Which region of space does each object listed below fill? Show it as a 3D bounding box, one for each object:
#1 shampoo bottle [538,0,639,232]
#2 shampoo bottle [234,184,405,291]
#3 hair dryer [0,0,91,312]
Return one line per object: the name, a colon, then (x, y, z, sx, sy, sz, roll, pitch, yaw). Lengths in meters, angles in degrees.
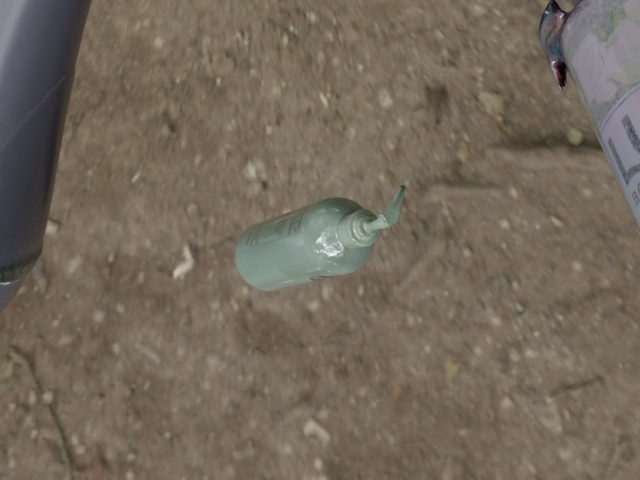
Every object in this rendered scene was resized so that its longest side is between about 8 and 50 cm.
shampoo bottle: (0.121, -0.024, 0.342, 0.072, 0.214, 0.072, -14, 155, -7)
shampoo bottle: (0.000, 0.000, 0.805, 0.056, 0.195, 0.056, 4, 81, -25)
hair dryer: (-0.299, -0.109, 0.606, 0.361, 0.121, 0.301, 24, 112, -6)
